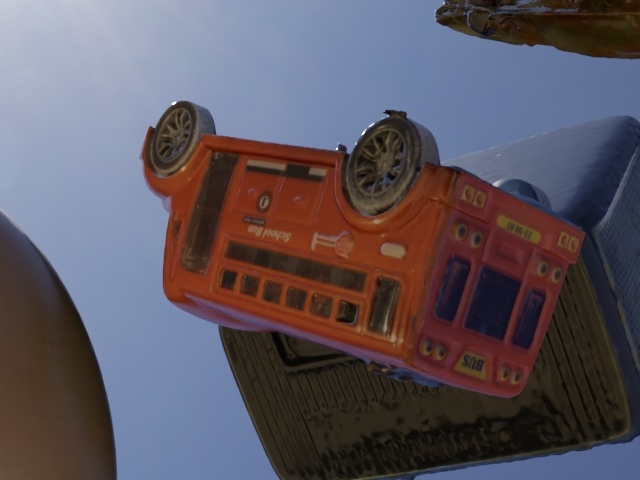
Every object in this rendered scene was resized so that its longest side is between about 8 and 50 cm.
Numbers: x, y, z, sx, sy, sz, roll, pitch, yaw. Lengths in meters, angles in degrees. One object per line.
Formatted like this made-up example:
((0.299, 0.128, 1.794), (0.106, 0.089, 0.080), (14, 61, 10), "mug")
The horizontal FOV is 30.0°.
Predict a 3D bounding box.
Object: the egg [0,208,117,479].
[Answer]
((-0.187, 0.086, 0.508), (0.201, 0.201, 0.244), (-11, -106, 40), "egg")

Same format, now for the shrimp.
((0.205, -0.127, 0.661), (0.296, 0.169, 0.058), (16, -74, 44), "shrimp")

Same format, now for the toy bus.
((0.000, 0.000, 0.803), (0.329, 0.143, 0.153), (14, -95, 48), "toy bus")

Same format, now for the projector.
((0.155, 0.063, 1.232), (0.395, 0.405, 0.242), (-13, -76, 26), "projector")
